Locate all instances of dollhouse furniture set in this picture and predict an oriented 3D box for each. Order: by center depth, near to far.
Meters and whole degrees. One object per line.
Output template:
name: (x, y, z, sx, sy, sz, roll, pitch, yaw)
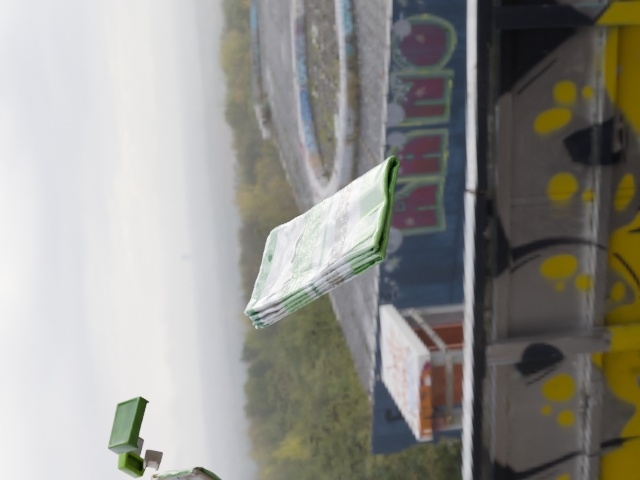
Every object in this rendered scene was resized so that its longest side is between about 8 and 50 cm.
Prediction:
dollhouse furniture set: (-0.177, 0.242, 0.961, 0.152, 0.076, 0.058, 44, -144, -36)

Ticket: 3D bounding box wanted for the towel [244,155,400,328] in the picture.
towel: (0.000, 0.000, 0.686, 0.152, 0.023, 0.113, -33, 33, 38)
